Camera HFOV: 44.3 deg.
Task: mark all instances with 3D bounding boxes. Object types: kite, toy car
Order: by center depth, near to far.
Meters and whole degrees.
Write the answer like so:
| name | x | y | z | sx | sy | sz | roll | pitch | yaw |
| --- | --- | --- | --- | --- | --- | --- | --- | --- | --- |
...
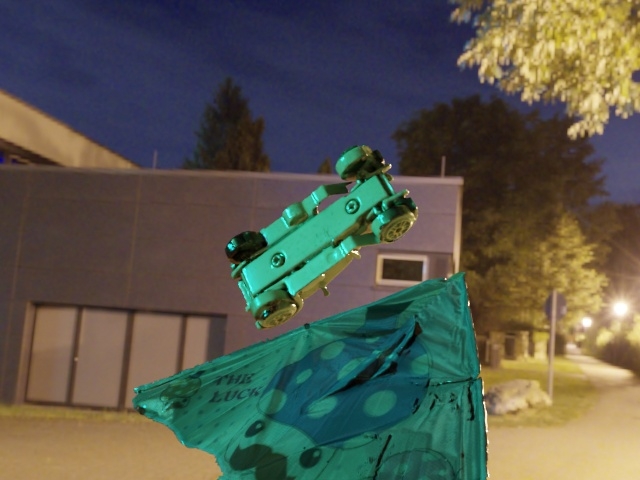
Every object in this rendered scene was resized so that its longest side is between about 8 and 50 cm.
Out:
| name | x | y | z | sx | sy | sz | roll | pitch | yaw |
| --- | --- | --- | --- | --- | --- | --- | --- | --- | --- |
| kite | -0.025 | 0.106 | 0.405 | 0.314 | 0.011 | 0.335 | -38 | 23 | -24 |
| toy car | 0.000 | 0.000 | 0.554 | 0.143 | 0.073 | 0.054 | -37 | -31 | 14 |
